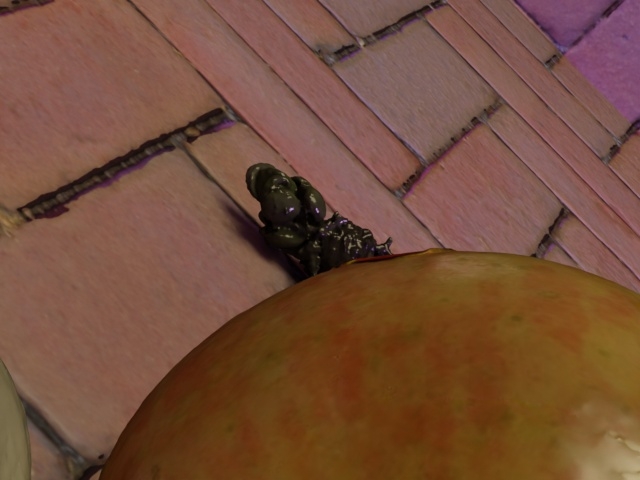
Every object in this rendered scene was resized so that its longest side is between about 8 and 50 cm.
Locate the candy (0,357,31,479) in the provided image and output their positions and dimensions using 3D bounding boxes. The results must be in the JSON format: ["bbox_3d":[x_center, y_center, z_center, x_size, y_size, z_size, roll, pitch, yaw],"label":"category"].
[{"bbox_3d":[-0.250,0.082,0.795,0.295,0.185,0.295,40,25,-23],"label":"candy"}]

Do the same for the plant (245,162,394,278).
[{"bbox_3d":[0.000,0.000,1.575,0.174,0.087,0.085,42,-10,-22],"label":"plant"}]

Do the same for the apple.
[{"bbox_3d":[0.069,0.199,0.870,0.391,0.391,0.346,44,20,-3],"label":"apple"}]
